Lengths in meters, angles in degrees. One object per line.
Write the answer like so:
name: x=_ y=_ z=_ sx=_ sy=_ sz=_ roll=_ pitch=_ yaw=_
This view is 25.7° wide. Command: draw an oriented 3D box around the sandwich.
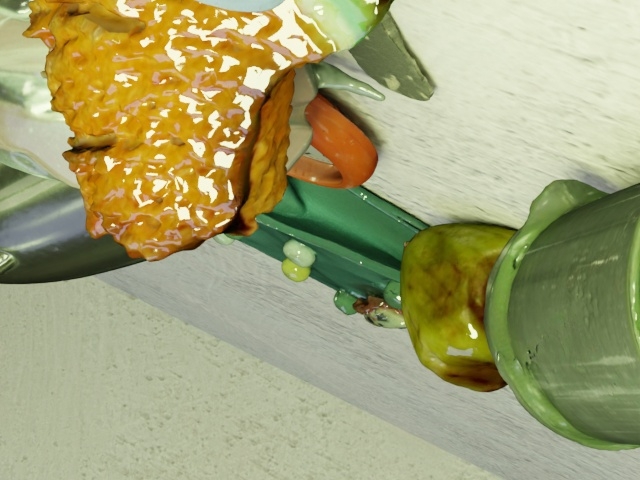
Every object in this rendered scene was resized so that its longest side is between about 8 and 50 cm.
sandwich: x=-0.075 y=-0.124 z=0.855 sx=0.250 sy=0.301 sz=0.162 roll=24 pitch=-148 yaw=12

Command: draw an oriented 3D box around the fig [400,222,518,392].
fig: x=0.139 y=0.054 z=1.265 sx=0.165 sy=0.144 sz=0.154 roll=46 pitch=148 yaw=42

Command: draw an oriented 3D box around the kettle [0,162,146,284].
kettle: x=-0.256 y=-0.069 z=1.289 sx=0.271 sy=0.251 sz=0.207 roll=-24 pitch=162 yaw=19

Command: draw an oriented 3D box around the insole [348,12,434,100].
insole: x=0.013 y=-0.164 z=0.945 sx=0.081 sy=0.011 sz=0.248 roll=22 pitch=166 yaw=37

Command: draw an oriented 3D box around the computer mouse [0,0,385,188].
computer mouse: x=-0.148 y=-0.115 z=1.059 sx=0.389 sy=0.199 sz=0.115 roll=10 pitch=-153 yaw=11

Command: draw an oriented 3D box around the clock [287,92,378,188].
clock: x=-0.043 y=-0.109 z=1.216 sx=0.205 sy=0.051 sz=0.205 roll=27 pitch=169 yaw=6

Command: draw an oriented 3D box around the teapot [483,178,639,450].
teapot: x=0.241 y=0.068 z=0.871 sx=0.270 sy=0.200 sz=0.337 roll=60 pitch=169 yaw=0

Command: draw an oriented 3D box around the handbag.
handbag: x=-0.004 y=0.003 z=1.481 sx=0.274 sy=0.100 sz=0.269 roll=32 pitch=167 yaw=-8

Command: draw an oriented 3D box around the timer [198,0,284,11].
timer: x=-0.144 y=-0.254 z=0.544 sx=0.395 sy=0.173 sz=0.395 roll=28 pitch=170 yaw=6
